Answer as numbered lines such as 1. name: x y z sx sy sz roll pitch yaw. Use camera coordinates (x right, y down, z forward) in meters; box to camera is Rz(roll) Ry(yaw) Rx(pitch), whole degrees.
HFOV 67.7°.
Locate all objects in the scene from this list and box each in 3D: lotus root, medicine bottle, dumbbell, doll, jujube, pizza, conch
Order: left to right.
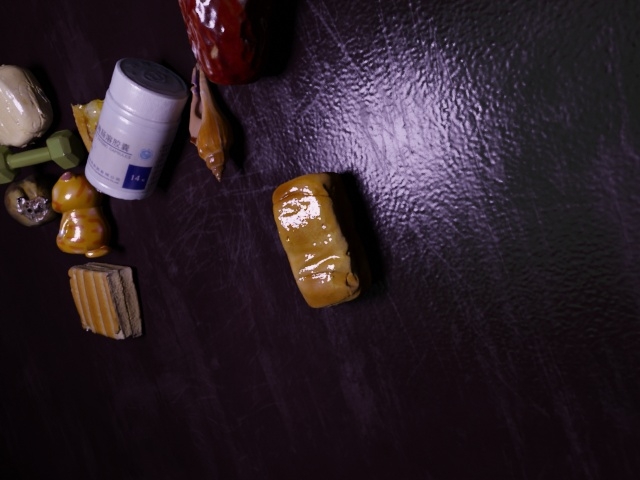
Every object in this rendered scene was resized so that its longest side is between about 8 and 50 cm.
1. dumbbell: -0.915 -0.266 1.522 0.302 0.121 0.108 -12 124 4
2. lotus root: -0.947 -0.129 1.577 0.275 0.152 0.160 37 159 58
3. doll: -0.754 -0.081 1.505 0.162 0.166 0.269 -11 101 8
4. pizza: -0.621 -0.357 1.402 0.288 0.075 0.279 -43 80 33
5. medicine bottle: -0.486 -0.290 1.266 0.190 0.190 0.332 41 120 17
6. conch: -0.271 -0.303 1.200 0.109 0.093 0.330 -24 68 51
7. jujube: -0.192 -0.500 1.015 0.223 0.223 0.317 13 119 29

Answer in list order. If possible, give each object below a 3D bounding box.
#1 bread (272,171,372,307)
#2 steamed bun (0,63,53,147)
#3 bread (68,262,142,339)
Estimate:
1. bread: 0.000 0.000 1.075 0.167 0.132 0.294 -14 93 27
2. steamed bun: -0.990 -0.434 1.560 0.273 0.166 0.232 -19 113 36
3. bread: -0.711 0.200 1.580 0.239 0.111 0.245 4 107 34
